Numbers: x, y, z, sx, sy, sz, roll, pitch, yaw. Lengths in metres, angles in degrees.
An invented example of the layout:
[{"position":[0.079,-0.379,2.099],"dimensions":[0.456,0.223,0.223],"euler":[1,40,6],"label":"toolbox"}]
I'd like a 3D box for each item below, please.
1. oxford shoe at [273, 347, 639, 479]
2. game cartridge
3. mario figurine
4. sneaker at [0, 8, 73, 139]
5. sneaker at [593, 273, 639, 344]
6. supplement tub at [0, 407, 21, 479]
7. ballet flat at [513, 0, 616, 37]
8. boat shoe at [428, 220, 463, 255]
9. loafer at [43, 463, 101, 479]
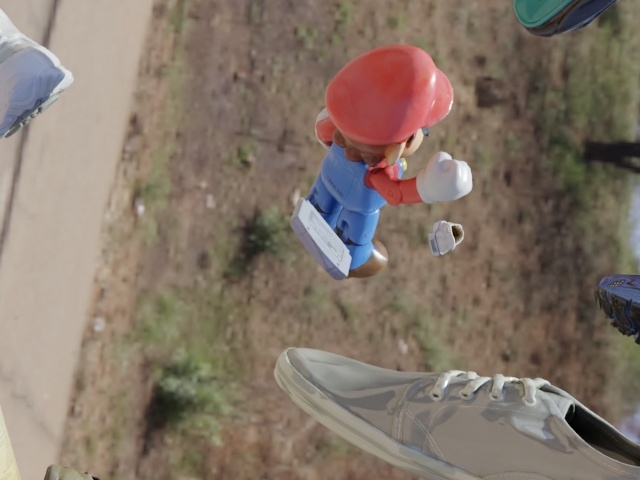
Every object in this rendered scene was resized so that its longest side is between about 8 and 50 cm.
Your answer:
[{"position":[0.164,0.186,1.276],"dimensions":[0.169,0.449,0.130],"euler":[-8,117,-67],"label":"oxford shoe"},{"position":[0.000,0.000,1.291],"dimensions":[0.083,0.017,0.056],"euler":[51,20,-17],"label":"game cartridge"},{"position":[0.080,-0.099,1.483],"dimensions":[0.321,0.198,0.170],"euler":[112,2,-49],"label":"mario figurine"},{"position":[-0.273,-0.146,1.036],"dimensions":[0.115,0.090,0.232],"euler":[53,-11,-17],"label":"sneaker"},{"position":[0.358,0.052,1.141],"dimensions":[0.083,0.221,0.087],"euler":[76,22,-55],"label":"sneaker"},{"position":[-0.547,0.315,1.789],"dimensions":[0.228,0.228,0.316],"euler":[-73,153,-73],"label":"supplement tub"},{"position":[0.232,-0.221,0.947],"dimensions":[0.203,0.074,0.074],"euler":[-39,-152,38],"label":"ballet flat"},{"position":[0.147,-0.005,1.450],"dimensions":[0.100,0.035,0.035],"euler":[-28,105,-76],"label":"boat shoe"},{"position":[-0.235,0.246,1.212],"dimensions":[0.148,0.050,0.056],"euler":[101,7,-78],"label":"loafer"}]
